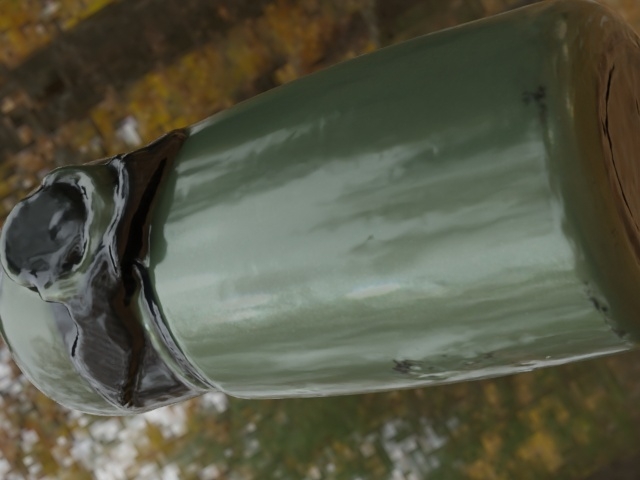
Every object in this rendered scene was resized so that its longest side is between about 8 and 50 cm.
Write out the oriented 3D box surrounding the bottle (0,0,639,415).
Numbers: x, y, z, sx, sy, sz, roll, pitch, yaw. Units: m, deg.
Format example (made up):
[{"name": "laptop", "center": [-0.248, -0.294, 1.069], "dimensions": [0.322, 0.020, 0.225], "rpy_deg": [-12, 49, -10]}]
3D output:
[{"name": "bottle", "center": [-0.002, 0.000, 0.862], "dimensions": [0.168, 0.347, 0.168], "rpy_deg": [38, -134, -52]}]
